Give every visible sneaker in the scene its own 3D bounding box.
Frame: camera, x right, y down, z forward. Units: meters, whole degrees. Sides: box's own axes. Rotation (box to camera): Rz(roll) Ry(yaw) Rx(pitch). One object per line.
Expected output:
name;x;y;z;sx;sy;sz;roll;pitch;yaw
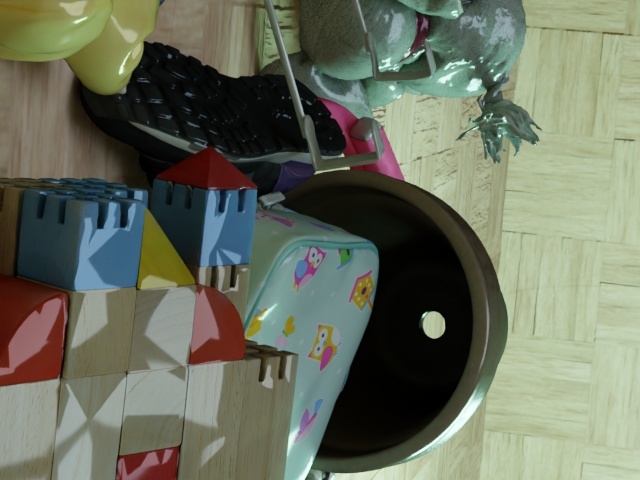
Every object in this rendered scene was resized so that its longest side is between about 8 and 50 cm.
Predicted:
sneaker;-0.100;-0.065;1.404;0.283;0.124;0.107;9;45;-55

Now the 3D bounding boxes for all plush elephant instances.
plush elephant;0.062;-0.231;1.779;0.255;0.272;0.330;16;40;-41

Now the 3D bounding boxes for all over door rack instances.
over door rack;-0.037;-0.225;1.456;0.324;0.108;0.239;62;24;-16

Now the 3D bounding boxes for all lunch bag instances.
lunch bag;-0.069;0.098;1.442;0.224;0.108;0.279;6;107;-62

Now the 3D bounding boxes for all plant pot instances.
plant pot;0.065;0.072;1.631;0.229;0.263;0.263;5;91;-64

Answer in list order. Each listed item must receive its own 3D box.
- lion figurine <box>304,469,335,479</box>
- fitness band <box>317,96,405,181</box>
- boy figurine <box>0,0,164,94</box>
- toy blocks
lion figurine;-0.076;0.362;1.627;0.240;0.142;0.392;-80;178;-75
fitness band;0.000;0.000;1.723;0.209;0.054;0.291;-45;132;-26
boy figurine;-0.148;-0.173;1.188;0.285;0.092;0.177;-56;150;-61
toy blocks;-0.144;0.078;1.031;0.381;0.191;0.261;-3;102;-49
